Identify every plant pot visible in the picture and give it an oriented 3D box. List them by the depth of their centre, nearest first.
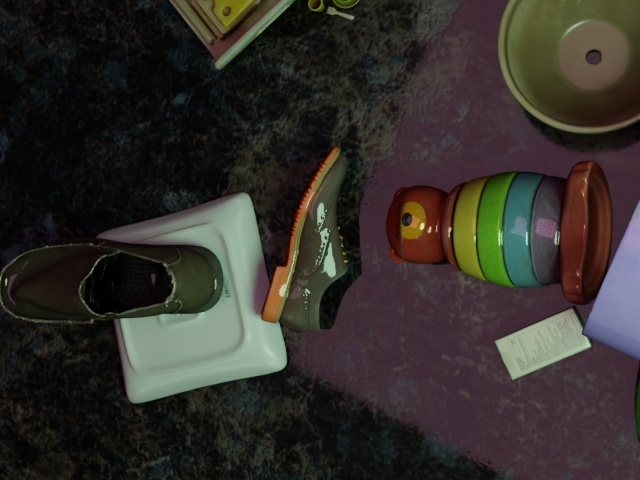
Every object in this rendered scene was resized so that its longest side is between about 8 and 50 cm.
[{"bbox_3d":[0.356,-0.252,1.233,0.237,0.110,0.237,0,89,18],"label":"plant pot"}]

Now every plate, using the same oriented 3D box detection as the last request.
[{"bbox_3d":[-0.209,0.090,1.437,0.278,0.045,0.277,-15,83,17],"label":"plate"}]

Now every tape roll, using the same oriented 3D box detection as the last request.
[{"bbox_3d":[0.406,0.005,1.121,0.090,0.275,0.275,25,96,18],"label":"tape roll"}]

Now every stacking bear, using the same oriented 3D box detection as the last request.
[{"bbox_3d":[0.222,-0.016,1.246,0.289,0.164,0.175,4,91,29],"label":"stacking bear"}]

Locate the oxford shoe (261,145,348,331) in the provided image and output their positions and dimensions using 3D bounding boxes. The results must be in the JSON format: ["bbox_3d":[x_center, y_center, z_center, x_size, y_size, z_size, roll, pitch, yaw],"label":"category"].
[{"bbox_3d":[0.000,0.000,1.361,0.098,0.097,0.271,19,99,-2],"label":"oxford shoe"}]

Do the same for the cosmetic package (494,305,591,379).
[{"bbox_3d":[0.300,0.138,1.273,0.115,0.041,0.060,-25,81,16],"label":"cosmetic package"}]

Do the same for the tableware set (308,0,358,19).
[{"bbox_3d":[0.024,-0.409,1.391,0.104,0.024,0.154,20,95,18],"label":"tableware set"}]

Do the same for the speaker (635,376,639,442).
[{"bbox_3d":[0.541,0.212,1.134,0.296,0.131,0.131,5,90,10],"label":"speaker"}]

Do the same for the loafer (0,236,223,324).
[{"bbox_3d":[-0.330,0.054,1.385,0.366,0.130,0.134,-6,86,18],"label":"loafer"}]

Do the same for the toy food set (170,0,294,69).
[{"bbox_3d":[-0.157,-0.432,1.405,0.219,0.092,0.306,-41,71,12],"label":"toy food set"}]
